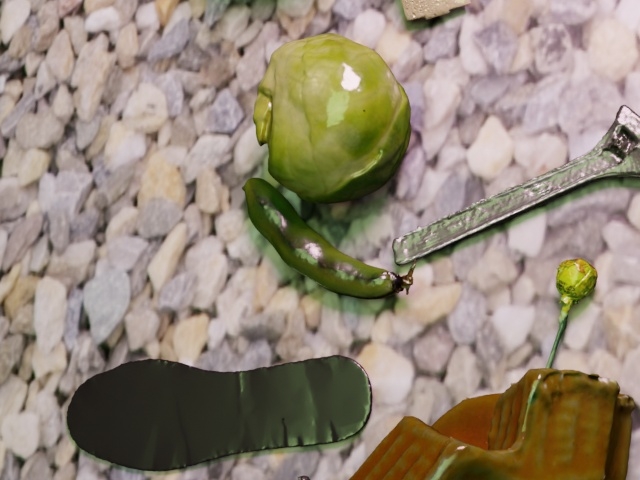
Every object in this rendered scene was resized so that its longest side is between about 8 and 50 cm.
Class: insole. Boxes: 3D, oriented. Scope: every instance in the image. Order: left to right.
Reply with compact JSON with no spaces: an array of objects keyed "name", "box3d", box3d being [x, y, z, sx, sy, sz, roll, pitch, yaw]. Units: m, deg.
[{"name":"insole","box3d":[-0.111,0.172,1.131,0.348,0.009,0.119,-9,71,20]}]

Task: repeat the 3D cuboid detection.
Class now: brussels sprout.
[{"name":"brussels sprout","box3d":[0.019,-0.128,1.114,0.145,0.131,0.183,-16,66,41]}]

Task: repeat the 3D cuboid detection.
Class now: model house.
[{"name":"model house","box3d":[0.122,0.190,0.898,0.173,0.239,0.268,40,92,29]}]

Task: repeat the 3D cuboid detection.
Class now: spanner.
[{"name":"spanner","box3d":[0.216,-0.048,1.061,0.325,0.026,0.093,-25,66,15]}]

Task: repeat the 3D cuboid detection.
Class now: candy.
[{"name":"candy","box3d":[0.223,0.075,1.017,0.035,0.035,0.123,16,88,37]}]

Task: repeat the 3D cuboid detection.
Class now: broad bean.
[{"name":"broad bean","box3d":[-0.002,0.005,1.125,0.226,0.039,0.069,29,92,27]}]

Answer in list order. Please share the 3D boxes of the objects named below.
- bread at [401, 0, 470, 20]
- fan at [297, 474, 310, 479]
[{"name":"bread","box3d":[0.116,-0.318,1.192,0.077,0.105,0.152,-11,101,19]},{"name":"fan","box3d":[0.017,0.353,0.886,0.012,0.294,0.223,-16,52,-24]}]
